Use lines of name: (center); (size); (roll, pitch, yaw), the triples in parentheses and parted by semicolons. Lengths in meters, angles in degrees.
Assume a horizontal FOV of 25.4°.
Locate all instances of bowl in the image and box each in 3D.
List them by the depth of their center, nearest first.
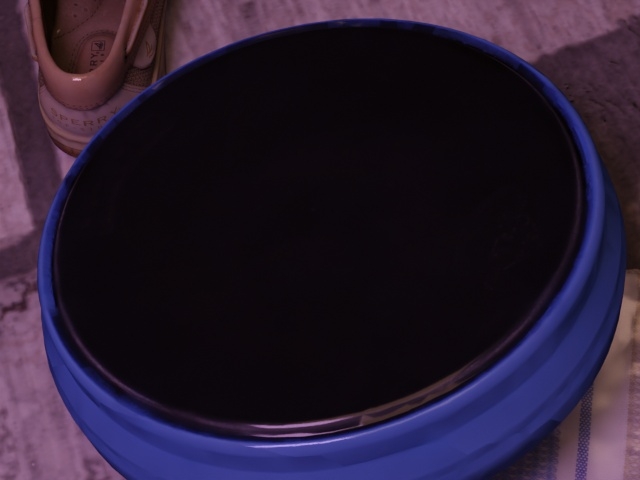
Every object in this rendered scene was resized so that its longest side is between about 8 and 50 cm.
bowl: (0.000, 0.000, 0.926); (0.391, 0.077, 0.391); (-7, 48, 8)

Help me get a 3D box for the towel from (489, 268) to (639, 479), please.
towel: (0.167, 0.103, 0.938); (0.285, 0.034, 0.209); (7, 62, 6)

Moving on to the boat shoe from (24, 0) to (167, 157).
boat shoe: (-0.168, -0.231, 1.095); (0.122, 0.110, 0.341); (-7, 61, -1)
